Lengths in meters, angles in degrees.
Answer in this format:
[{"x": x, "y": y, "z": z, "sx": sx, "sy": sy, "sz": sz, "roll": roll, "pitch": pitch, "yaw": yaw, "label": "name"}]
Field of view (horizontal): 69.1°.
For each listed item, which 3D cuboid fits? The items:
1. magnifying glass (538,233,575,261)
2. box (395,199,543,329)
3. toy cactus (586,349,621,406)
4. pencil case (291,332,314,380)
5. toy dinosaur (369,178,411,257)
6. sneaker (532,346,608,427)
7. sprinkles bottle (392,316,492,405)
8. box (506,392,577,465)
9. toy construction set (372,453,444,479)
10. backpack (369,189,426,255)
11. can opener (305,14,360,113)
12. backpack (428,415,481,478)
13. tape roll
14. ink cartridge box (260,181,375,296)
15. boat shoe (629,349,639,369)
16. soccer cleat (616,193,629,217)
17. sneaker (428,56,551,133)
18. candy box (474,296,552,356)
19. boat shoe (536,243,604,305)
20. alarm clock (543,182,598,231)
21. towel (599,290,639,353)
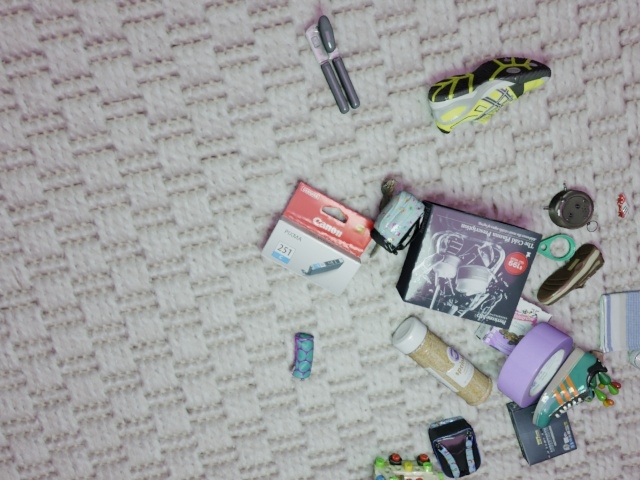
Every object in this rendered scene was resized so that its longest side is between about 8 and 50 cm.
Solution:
[{"x": 0.736, "y": 0.023, "z": 1.553, "sx": 0.231, "sy": 0.026, "sz": 0.092, "roll": 2, "pitch": 100, "yaw": -1, "label": "magnifying glass"}, {"x": 0.453, "y": 0.071, "z": 1.462, "sx": 0.344, "sy": 0.179, "sz": 0.312, "roll": 15, "pitch": 100, "yaw": -1, "label": "box"}, {"x": 0.944, "y": 0.474, "z": 1.613, "sx": 0.219, "sy": 0.112, "sz": 0.180, "roll": 13, "pitch": 89, "yaw": 4, "label": "toy cactus"}, {"x": -0.060, "y": 0.388, "z": 1.563, "sx": 0.070, "sy": 0.064, "sz": 0.151, "roll": 1, "pitch": 100, "yaw": -28, "label": "pencil case"}, {"x": 0.237, "y": -0.066, "z": 1.503, "sx": 0.118, "sy": 0.064, "sz": 0.267, "roll": 8, "pitch": 104, "yaw": -1, "label": "toy dinosaur"}, {"x": 0.818, "y": 0.504, "z": 1.526, "sx": 0.121, "sy": 0.108, "sz": 0.302, "roll": 34, "pitch": 93, "yaw": 37, "label": "sneaker"}, {"x": 0.408, "y": 0.406, "z": 1.559, "sx": 0.355, "sy": 0.121, "sz": 0.121, "roll": 39, "pitch": 96, "yaw": -9, "label": "sprinkles bottle"}, {"x": 0.784, "y": 0.660, "z": 1.650, "sx": 0.184, "sy": 0.059, "sz": 0.232, "roll": -20, "pitch": 100, "yaw": 2, "label": "box"}, {"x": 0.310, "y": 0.837, "z": 1.582, "sx": 0.328, "sy": 0.215, "sz": 0.151, "roll": 17, "pitch": 99, "yaw": -5, "label": "toy construction set"}, {"x": 0.233, "y": -0.059, "z": 1.403, "sx": 0.115, "sy": 0.152, "sz": 0.182, "roll": 36, "pitch": 96, "yaw": -13, "label": "backpack"}, {"x": 0.038, "y": -0.522, "z": 1.400, "sx": 0.074, "sy": 0.093, "sz": 0.280, "roll": -24, "pitch": 105, "yaw": 1, "label": "can opener"}, {"x": 0.470, "y": 0.725, "z": 1.619, "sx": 0.158, "sy": 0.117, "sz": 0.173, "roll": -20, "pitch": 100, "yaw": 1, "label": "backpack"}, {"x": 0.695, "y": 0.403, "z": 1.506, "sx": 0.275, "sy": 0.090, "sz": 0.274, "roll": -24, "pitch": 132, "yaw": -30, "label": "tape roll"}, {"x": 0.000, "y": 0.000, "z": 1.477, "sx": 0.297, "sy": 0.066, "sz": 0.261, "roll": 28, "pitch": 109, "yaw": -7, "label": "ink cartridge box"}, {"x": 1.218, "y": 0.441, "z": 1.615, "sx": 0.268, "sy": 0.088, "sz": 0.096, "roll": 18, "pitch": 99, "yaw": -6, "label": "boat shoe"}, {"x": 1.005, "y": -0.116, "z": 1.541, "sx": 0.036, "sy": 0.029, "sz": 0.083, "roll": -16, "pitch": 104, "yaw": -9, "label": "soccer cleat"}, {"x": 0.512, "y": -0.449, "z": 1.425, "sx": 0.385, "sy": 0.145, "sz": 0.147, "roll": -17, "pitch": 131, "yaw": -2, "label": "sneaker"}, {"x": 0.651, "y": 0.286, "z": 1.572, "sx": 0.165, "sy": 0.070, "sz": 0.196, "roll": 29, "pitch": 98, "yaw": -7, "label": "candy box"}, {"x": 0.842, "y": 0.133, "z": 1.545, "sx": 0.095, "sy": 0.095, "sz": 0.257, "roll": 43, "pitch": 95, "yaw": -15, "label": "boat shoe"}, {"x": 0.837, "y": -0.090, "z": 1.522, "sx": 0.192, "sy": 0.064, "sz": 0.129, "roll": 34, "pitch": 97, "yaw": -11, "label": "alarm clock"}, {"x": 1.105, "y": 0.275, "z": 1.609, "sx": 0.286, "sy": 0.034, "sz": 0.209, "roll": -5, "pitch": 96, "yaw": -3, "label": "towel"}]
